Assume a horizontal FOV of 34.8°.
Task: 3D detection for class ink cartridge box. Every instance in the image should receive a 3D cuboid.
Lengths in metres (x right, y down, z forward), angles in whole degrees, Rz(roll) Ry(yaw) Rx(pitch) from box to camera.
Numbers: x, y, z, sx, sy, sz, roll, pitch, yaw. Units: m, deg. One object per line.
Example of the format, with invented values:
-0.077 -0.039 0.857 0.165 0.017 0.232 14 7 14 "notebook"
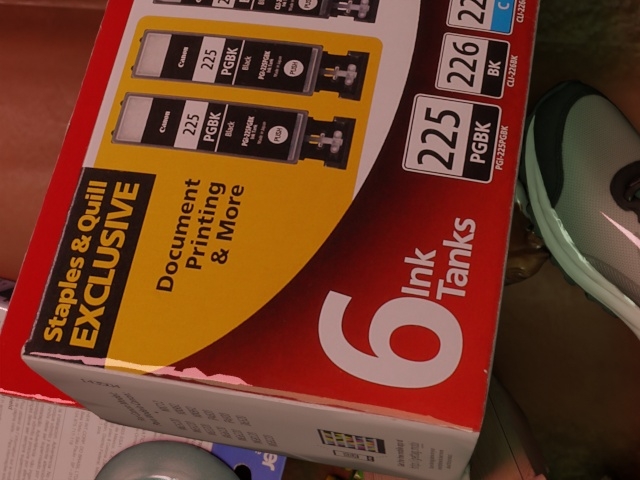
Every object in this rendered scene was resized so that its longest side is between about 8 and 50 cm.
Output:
-0.175 0.138 0.714 0.311 0.065 0.186 15 103 8 "ink cartridge box"
-0.032 -0.055 0.539 0.271 0.130 0.310 8 68 9 "ink cartridge box"

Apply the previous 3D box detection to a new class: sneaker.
0.213 0.019 0.569 0.272 0.100 0.108 59 143 10 "sneaker"

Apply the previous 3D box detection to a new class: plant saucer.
-0.101 0.191 0.671 0.119 0.021 0.119 2 102 10 "plant saucer"

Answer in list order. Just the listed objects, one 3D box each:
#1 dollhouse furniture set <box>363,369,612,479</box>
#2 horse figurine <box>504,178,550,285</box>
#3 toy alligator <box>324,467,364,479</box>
0.134 0.216 0.589 0.212 0.161 0.242 -35 102 9 "dollhouse furniture set"
0.000 0.000 0.653 0.263 0.066 0.174 -32 91 9 "horse figurine"
0.042 0.150 0.683 0.056 0.051 0.190 28 105 3 "toy alligator"
